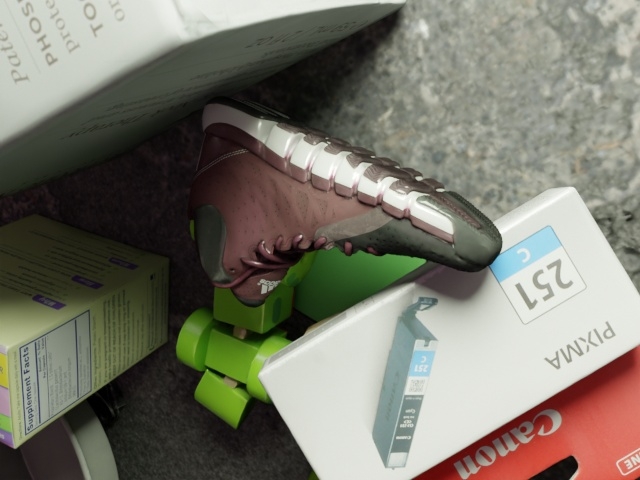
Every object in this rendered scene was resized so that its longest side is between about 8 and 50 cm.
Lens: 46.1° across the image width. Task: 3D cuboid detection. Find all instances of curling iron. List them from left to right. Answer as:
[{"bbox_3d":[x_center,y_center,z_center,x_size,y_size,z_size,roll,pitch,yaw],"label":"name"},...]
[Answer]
[{"bbox_3d":[-0.303,0.301,1.021,0.068,0.035,0.274,18,116,21],"label":"curling iron"}]

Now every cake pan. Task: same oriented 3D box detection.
[{"bbox_3d":[-0.368,0.293,1.011,0.293,0.054,0.293,14,112,37],"label":"cake pan"}]

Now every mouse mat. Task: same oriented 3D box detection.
[{"bbox_3d":[0.008,0.020,0.767,0.189,0.007,0.152,30,120,14],"label":"mouse mat"}]

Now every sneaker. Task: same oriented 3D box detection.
[{"bbox_3d":[0.000,0.000,0.622,0.281,0.106,0.162,29,105,28],"label":"sneaker"}]

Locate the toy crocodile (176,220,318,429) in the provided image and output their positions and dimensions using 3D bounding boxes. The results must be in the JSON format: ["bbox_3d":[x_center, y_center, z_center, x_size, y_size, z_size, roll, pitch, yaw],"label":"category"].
[{"bbox_3d":[-0.065,0.047,0.762,0.115,0.105,0.340,19,112,21],"label":"toy crocodile"}]

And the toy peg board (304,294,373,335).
[{"bbox_3d":[0.097,0.110,0.719,0.160,0.079,0.161,-28,99,16],"label":"toy peg board"}]

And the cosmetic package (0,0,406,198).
[{"bbox_3d":[-0.209,-0.243,0.594,0.393,0.329,0.327,-19,99,33],"label":"cosmetic package"}]

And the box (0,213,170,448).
[{"bbox_3d":[-0.324,0.083,0.829,0.213,0.243,0.117,16,115,22],"label":"box"}]

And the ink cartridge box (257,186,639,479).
[{"bbox_3d":[0.141,0.140,0.625,0.296,0.066,0.261,-31,92,2],"label":"ink cartridge box"}]

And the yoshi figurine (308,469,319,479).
[{"bbox_3d":[0.047,0.385,0.751,0.203,0.203,0.362,-6,116,54],"label":"yoshi figurine"}]
